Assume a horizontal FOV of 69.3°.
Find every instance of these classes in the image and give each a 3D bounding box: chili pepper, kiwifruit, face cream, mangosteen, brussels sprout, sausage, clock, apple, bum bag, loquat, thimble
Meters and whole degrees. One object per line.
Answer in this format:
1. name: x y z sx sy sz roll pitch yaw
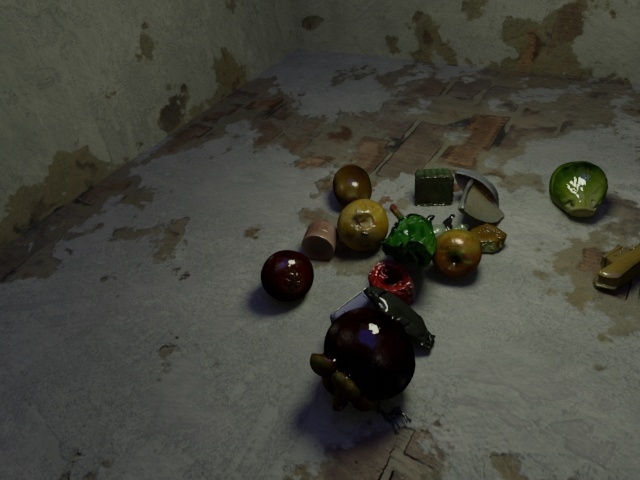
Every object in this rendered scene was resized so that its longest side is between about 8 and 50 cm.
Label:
1. chili pepper: 0.363 0.019 1.844 0.213 0.167 0.385 -26 10 15
2. kiwifruit: 0.155 -0.258 2.255 0.196 0.196 0.234 -4 40 7
3. face cream: 0.000 0.000 2.031 0.149 0.149 0.104 5 43 16
4. mangosteen: 0.133 0.386 1.475 0.307 0.307 0.347 31 64 36
5. mangosteen: -0.142 0.138 1.888 0.215 0.215 0.257 -23 12 -14
6. brussels sprout: 1.130 -0.221 2.024 0.219 0.210 0.271 -2 58 16
7. sausage: 0.381 -0.109 2.167 0.029 0.029 0.223 -19 42 -10
8. clock: 0.132 0.280 1.700 0.193 0.145 0.073 -33 46 -25
9. apple: 0.543 0.046 1.844 0.196 0.196 0.196 -6 42 5
10. bum bag: 0.276 0.265 1.640 0.080 0.326 0.142 -45 14 24
11. loquat: 0.185 -0.067 2.018 0.243 0.244 0.244 -6 42 5
12. thimble: 0.273 0.174 1.806 0.163 0.125 0.189 -29 45 -16

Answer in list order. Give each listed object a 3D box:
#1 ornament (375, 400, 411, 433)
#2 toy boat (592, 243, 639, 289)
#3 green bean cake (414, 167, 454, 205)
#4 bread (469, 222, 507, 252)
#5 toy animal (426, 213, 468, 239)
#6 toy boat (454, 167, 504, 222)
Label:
1. ornament: 0.222 0.547 1.477 0.073 0.028 0.125 -33 48 -23
2. toy boat: 1.157 0.081 1.763 0.321 0.089 0.121 -28 33 -19
3. green bean cake: 0.536 -0.255 2.192 0.181 0.173 0.094 -3 43 11
4. bread: 0.702 -0.008 1.963 0.128 0.069 0.140 -32 45 -21
5. toy animal: 0.531 -0.046 2.020 0.225 0.094 0.121 -3 43 7
6. toy boat: 0.706 -0.173 2.071 0.276 0.111 0.293 27 50 -18
